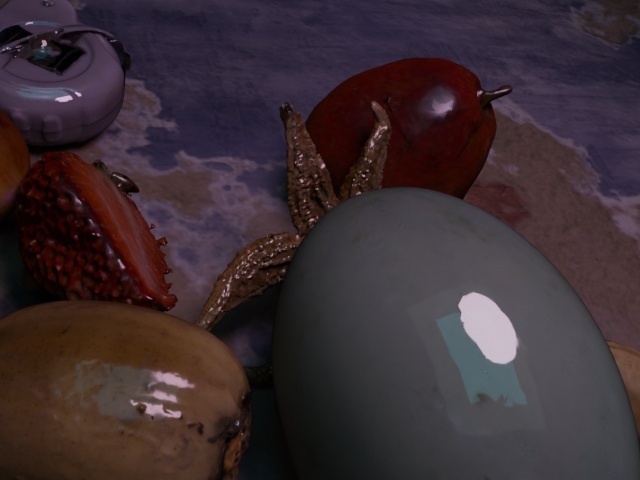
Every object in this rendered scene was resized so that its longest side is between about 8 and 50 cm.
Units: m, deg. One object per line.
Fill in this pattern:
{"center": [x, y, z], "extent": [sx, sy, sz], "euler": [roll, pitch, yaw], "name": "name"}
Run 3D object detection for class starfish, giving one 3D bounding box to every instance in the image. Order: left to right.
{"center": [-0.002, -0.001, 0.732], "extent": [0.299, 0.302, 0.060], "euler": [2, 4, -29], "name": "starfish"}

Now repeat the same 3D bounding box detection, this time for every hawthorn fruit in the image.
{"center": [0.110, -0.127, 0.856], "extent": [0.224, 0.261, 0.224], "euler": [36, 34, -30], "name": "hawthorn fruit"}

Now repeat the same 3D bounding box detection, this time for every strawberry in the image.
{"center": [-0.240, 0.003, 0.699], "extent": [0.175, 0.106, 0.236], "euler": [48, 6, -25], "name": "strawberry"}

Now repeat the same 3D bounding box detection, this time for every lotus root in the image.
{"center": [-0.209, 0.135, 0.557], "extent": [0.310, 0.183, 0.183], "euler": [10, 45, -3], "name": "lotus root"}

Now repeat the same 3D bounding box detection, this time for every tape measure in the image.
{"center": [-0.344, -0.207, 0.867], "extent": [0.197, 0.120, 0.236], "euler": [24, 48, 0], "name": "tape measure"}

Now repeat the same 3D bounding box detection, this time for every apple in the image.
{"center": [-0.374, -0.083, 0.717], "extent": [0.146, 0.146, 0.146], "euler": [10, 45, -10], "name": "apple"}

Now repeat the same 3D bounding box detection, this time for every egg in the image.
{"center": [0.102, 0.129, 0.585], "extent": [0.276, 0.276, 0.389], "euler": [-9, 62, -27], "name": "egg"}

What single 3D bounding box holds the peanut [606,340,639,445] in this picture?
{"center": [0.356, 0.186, 0.730], "extent": [0.313, 0.149, 0.149], "euler": [18, 44, -2], "name": "peanut"}
